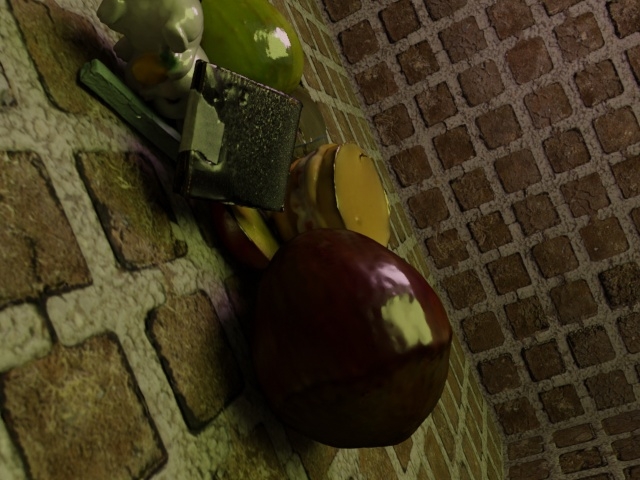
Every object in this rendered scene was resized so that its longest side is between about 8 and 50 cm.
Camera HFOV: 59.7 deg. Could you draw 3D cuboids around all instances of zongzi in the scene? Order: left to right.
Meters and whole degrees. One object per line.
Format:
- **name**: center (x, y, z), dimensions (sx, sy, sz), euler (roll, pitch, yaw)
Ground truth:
- **zongzi**: center (-0.065, -0.179, 1.405), dimensions (0.356, 0.174, 0.392), euler (-69, 143, -55)

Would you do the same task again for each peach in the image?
- **peach**: center (-0.141, -0.007, 1.121), dimensions (0.279, 0.068, 0.189), euler (54, 14, -30)

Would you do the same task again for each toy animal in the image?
- **toy animal**: center (-0.246, -0.306, 0.956), dimensions (0.325, 0.209, 0.154), euler (50, 47, -50)

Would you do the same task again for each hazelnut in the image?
- **hazelnut**: center (0.046, 0.170, 1.008), dimensions (0.421, 0.353, 0.421), euler (51, 9, -11)

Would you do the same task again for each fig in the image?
- **fig**: center (-0.196, -0.404, 1.148), dimensions (0.326, 0.258, 0.258), euler (50, 21, -10)

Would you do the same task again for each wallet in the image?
- **wallet**: center (-0.130, -0.166, 0.964), dimensions (0.262, 0.071, 0.220), euler (7, 97, -55)

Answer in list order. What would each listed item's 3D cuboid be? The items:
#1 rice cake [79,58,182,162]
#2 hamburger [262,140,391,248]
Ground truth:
- **rice cake**: center (-0.301, -0.208, 0.944), dimensions (0.245, 0.042, 0.045), euler (44, 17, -49)
- **hamburger**: center (0.006, -0.069, 1.235), dimensions (0.276, 0.237, 0.276), euler (25, 59, -51)
